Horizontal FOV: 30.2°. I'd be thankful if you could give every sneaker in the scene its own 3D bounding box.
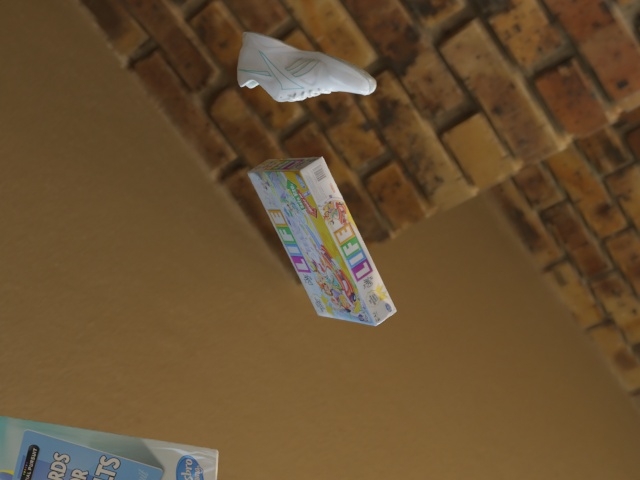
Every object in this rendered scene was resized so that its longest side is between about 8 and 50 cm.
[{"bbox_3d":[-0.016,-0.164,1.192,0.054,0.152,0.061,3,-75,-68],"label":"sneaker"}]

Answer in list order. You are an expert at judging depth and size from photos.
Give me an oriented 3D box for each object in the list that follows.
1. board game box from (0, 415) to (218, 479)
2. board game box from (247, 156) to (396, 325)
[{"bbox_3d":[-0.236,0.219,0.682,0.336,0.079,0.253,11,-135,-13],"label":"board game box"},{"bbox_3d":[0.000,0.000,1.050,0.026,0.103,0.154,-33,-73,-24],"label":"board game box"}]
